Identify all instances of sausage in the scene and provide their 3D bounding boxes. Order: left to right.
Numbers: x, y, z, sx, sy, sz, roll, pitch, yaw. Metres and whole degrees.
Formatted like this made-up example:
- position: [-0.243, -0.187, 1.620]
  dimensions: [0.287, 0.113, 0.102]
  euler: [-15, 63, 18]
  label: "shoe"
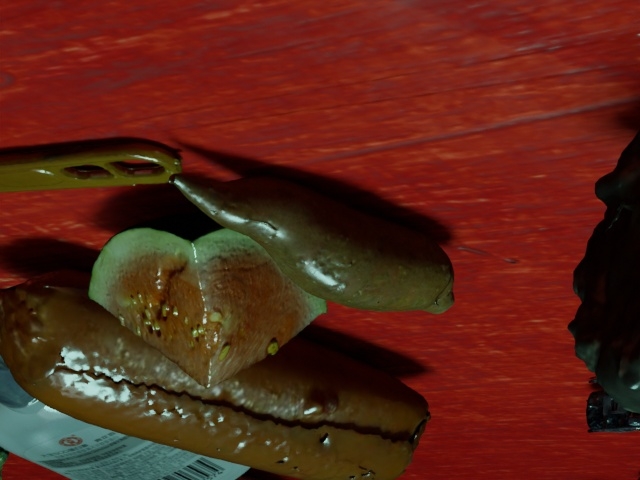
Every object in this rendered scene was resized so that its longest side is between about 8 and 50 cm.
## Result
- position: [-0.065, 0.092, 1.127]
  dimensions: [0.330, 0.102, 0.102]
  euler: [21, 156, -35]
  label: "sausage"

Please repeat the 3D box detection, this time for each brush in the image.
- position: [-0.212, -0.032, 0.936]
  dimensions: [0.314, 0.017, 0.090]
  euler: [-3, 162, 25]
  label: "brush"

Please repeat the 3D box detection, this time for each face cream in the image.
- position: [-0.164, 0.117, 1.241]
  dimensions: [0.144, 0.071, 0.291]
  euler: [-22, 149, 22]
  label: "face cream"

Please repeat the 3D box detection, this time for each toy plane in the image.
- position: [0.230, 0.112, 1.174]
  dimensions: [0.145, 0.037, 0.060]
  euler: [-9, 160, 41]
  label: "toy plane"

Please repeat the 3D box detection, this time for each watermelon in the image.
- position: [-0.051, 0.036, 0.959]
  dimensions: [0.135, 0.094, 0.125]
  euler: [12, 153, -30]
  label: "watermelon"

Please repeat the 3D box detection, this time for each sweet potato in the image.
- position: [0.000, 0.000, 0.903]
  dimensions: [0.195, 0.056, 0.056]
  euler: [26, 154, -33]
  label: "sweet potato"

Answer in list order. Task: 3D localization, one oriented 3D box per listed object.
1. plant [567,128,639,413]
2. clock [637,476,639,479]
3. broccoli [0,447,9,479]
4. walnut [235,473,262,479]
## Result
- position: [0.251, 0.030, 0.757]
  dimensions: [0.275, 0.146, 0.149]
  euler: [9, -155, -11]
  label: "plant"
- position: [0.425, 0.210, 1.373]
  dimensions: [0.273, 0.049, 0.279]
  euler: [13, 160, -19]
  label: "clock"
- position: [-0.224, 0.144, 1.354]
  dimensions: [0.204, 0.122, 0.118]
  euler: [1, -179, -31]
  label: "broccoli"
- position: [-0.098, 0.295, 1.628]
  dimensions: [0.165, 0.165, 0.197]
  euler: [15, 162, -24]
  label: "walnut"
